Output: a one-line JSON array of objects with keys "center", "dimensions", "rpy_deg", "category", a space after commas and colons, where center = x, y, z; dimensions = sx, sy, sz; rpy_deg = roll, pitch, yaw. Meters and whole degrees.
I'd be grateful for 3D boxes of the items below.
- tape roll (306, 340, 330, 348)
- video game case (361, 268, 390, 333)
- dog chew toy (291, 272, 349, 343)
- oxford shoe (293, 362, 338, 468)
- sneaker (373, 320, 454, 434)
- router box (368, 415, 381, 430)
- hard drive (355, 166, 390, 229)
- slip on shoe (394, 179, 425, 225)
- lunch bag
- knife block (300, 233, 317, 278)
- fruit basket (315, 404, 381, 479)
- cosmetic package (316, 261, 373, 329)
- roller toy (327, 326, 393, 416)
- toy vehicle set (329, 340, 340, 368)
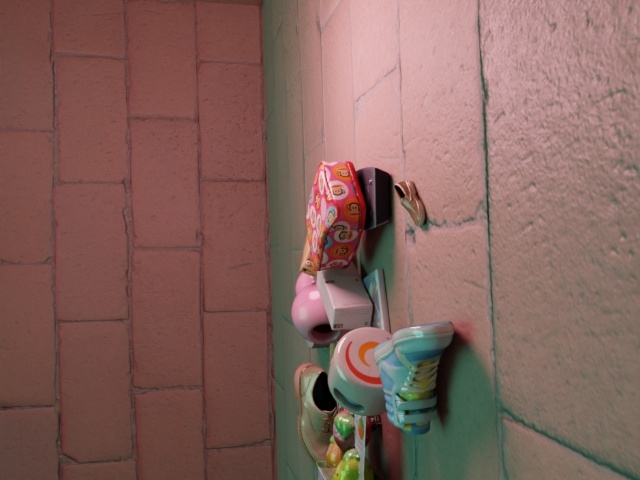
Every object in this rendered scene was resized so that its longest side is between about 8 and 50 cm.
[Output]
[{"center": [-0.012, 0.305, 2.308], "dimensions": [0.219, 0.072, 0.219], "rpy_deg": [178, 90, -77], "category": "tape roll"}, {"center": [0.151, 0.198, 1.695], "dimensions": [0.183, 0.023, 0.201], "rpy_deg": [128, 139, -70], "category": "video game case"}, {"center": [0.006, 0.175, 1.964], "dimensions": [0.332, 0.206, 0.207], "rpy_deg": [-95, 11, -48], "category": "dog chew toy"}, {"center": [0.001, 0.642, 2.132], "dimensions": [0.146, 0.140, 0.397], "rpy_deg": [-11, 93, 61], "category": "oxford shoe"}, {"center": [0.212, 0.291, 1.245], "dimensions": [0.319, 0.127, 0.208], "rpy_deg": [113, 149, -67], "category": "sneaker"}, {"center": [0.138, 0.490, 1.749], "dimensions": [0.092, 0.038, 0.122], "rpy_deg": [110, 155, -55], "category": "router box"}, {"center": [0.133, -0.114, 1.668], "dimensions": [0.254, 0.054, 0.172], "rpy_deg": [-177, 86, -77], "category": "hard drive"}, {"center": [0.206, -0.087, 1.385], "dimensions": [0.051, 0.041, 0.135], "rpy_deg": [105, 159, -51], "category": "slip on shoe"}, {"center": [0.031, -0.081, 1.709], "dimensions": [0.293, 0.120, 0.258], "rpy_deg": [107, 154, -51], "category": "lunch bag"}, {"center": [0.000, 0.000, 1.978], "dimensions": [0.276, 0.088, 0.242], "rpy_deg": [-68, 10, -12], "category": "knife block"}, {"center": [0.069, 0.580, 1.656], "dimensions": [0.327, 0.165, 0.353], "rpy_deg": [166, 101, -79], "category": "fruit basket"}, {"center": [0.066, 0.157, 1.748], "dimensions": [0.231, 0.117, 0.086], "rpy_deg": [-115, 25, -57], "category": "cosmetic package"}, {"center": [0.117, 0.326, 1.485], "dimensions": [0.146, 0.191, 0.209], "rpy_deg": [101, 161, -47], "category": "roller toy"}, {"center": [0.080, 0.425, 2.001], "dimensions": [0.267, 0.035, 0.166], "rpy_deg": [-154, 63, -75], "category": "toy vehicle set"}]
